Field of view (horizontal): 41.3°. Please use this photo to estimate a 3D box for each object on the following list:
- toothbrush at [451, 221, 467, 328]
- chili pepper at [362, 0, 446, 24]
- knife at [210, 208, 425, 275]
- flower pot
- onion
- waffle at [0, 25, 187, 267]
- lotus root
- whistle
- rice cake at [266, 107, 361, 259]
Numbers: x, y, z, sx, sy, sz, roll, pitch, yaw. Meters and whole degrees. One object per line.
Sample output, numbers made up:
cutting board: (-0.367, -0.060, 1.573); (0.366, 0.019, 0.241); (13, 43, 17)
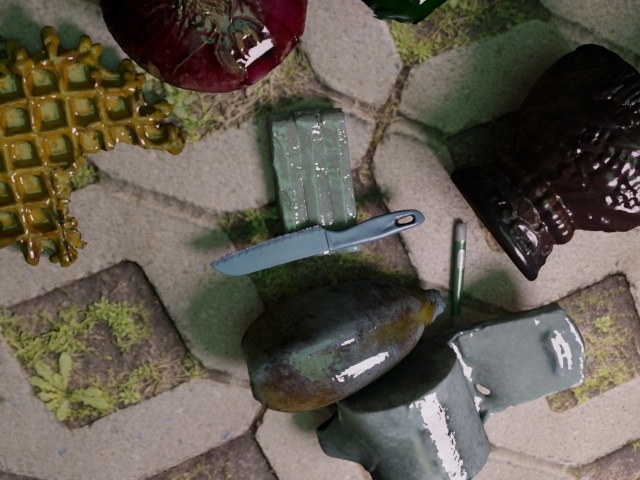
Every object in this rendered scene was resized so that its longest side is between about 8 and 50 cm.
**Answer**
toothbrush: (0.211, 0.097, 1.318); (0.018, 0.024, 0.257); (-3, 105, -15)
chili pepper: (0.111, -0.401, 1.037); (0.248, 0.233, 0.256); (39, 98, -18)
knife: (0.000, 0.000, 1.188); (0.313, 0.019, 0.044); (-16, 102, -12)
flower pot: (0.343, -0.094, 1.186); (0.267, 0.266, 0.266); (-38, 113, 9)
onion: (-0.138, -0.294, 1.014); (0.246, 0.190, 0.246); (0, 88, -7)
waffle: (-0.338, -0.120, 1.068); (0.260, 0.069, 0.293); (40, 90, -24)
lotus root: (0.043, 0.132, 1.204); (0.322, 0.140, 0.158); (-20, 74, -15)
whistle: (0.196, 0.226, 1.274); (0.405, 0.188, 0.168); (-29, 110, -18)
rice cake: (-0.008, -0.080, 1.191); (0.124, 0.038, 0.211); (-8, 108, -14)
